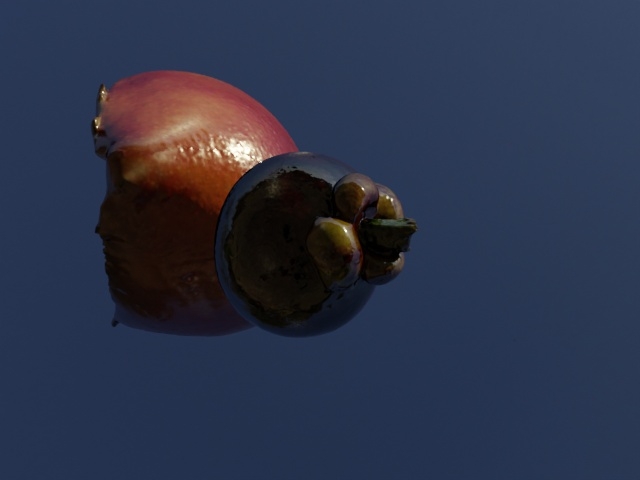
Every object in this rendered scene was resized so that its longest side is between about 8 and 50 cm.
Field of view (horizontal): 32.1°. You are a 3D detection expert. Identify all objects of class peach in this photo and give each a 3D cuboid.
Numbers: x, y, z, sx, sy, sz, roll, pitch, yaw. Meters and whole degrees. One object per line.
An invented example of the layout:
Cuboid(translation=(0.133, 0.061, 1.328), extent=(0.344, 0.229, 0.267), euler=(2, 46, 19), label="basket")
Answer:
Cuboid(translation=(-0.102, -0.038, 1.049), extent=(0.201, 0.362, 0.258), euler=(1, -95, -4), label="peach")

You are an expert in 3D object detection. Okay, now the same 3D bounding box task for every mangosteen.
Cuboid(translation=(0.000, 0.000, 0.727), extent=(0.140, 0.140, 0.140), euler=(-1, -95, 10), label="mangosteen")
